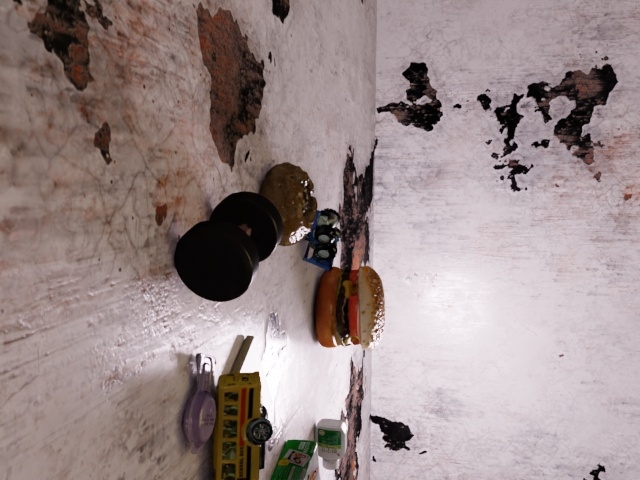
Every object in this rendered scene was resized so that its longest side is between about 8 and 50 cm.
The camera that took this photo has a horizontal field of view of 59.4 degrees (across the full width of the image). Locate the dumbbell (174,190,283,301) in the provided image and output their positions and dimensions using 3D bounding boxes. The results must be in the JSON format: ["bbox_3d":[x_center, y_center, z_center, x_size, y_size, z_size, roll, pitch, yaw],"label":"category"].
[{"bbox_3d":[-0.173,0.005,1.103,0.218,0.152,0.152,-62,150,-62],"label":"dumbbell"}]

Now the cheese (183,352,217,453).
[{"bbox_3d":[-0.235,0.323,1.114,0.105,0.042,0.191,58,35,-68],"label":"cheese"}]

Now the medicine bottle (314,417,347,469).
[{"bbox_3d":[0.039,0.775,2.137,0.069,0.119,0.183,-54,146,-72],"label":"medicine bottle"}]

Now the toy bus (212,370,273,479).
[{"bbox_3d":[-0.170,0.458,1.201,0.121,0.123,0.335,-170,-98,-78],"label":"toy bus"}]

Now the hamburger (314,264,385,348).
[{"bbox_3d":[0.123,0.255,2.142,0.330,0.250,0.330,2,90,-77],"label":"hamburger"}]

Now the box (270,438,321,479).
[{"bbox_3d":[-0.078,0.742,1.688,0.250,0.103,0.180,-61,149,-63],"label":"box"}]

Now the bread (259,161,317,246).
[{"bbox_3d":[-0.083,-0.097,1.530,0.230,0.123,0.230,4,90,-75],"label":"bread"}]

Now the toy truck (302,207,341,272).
[{"bbox_3d":[0.000,0.000,1.873,0.208,0.126,0.113,84,15,-44],"label":"toy truck"}]

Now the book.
[{"bbox_3d":[-0.177,0.397,1.397,0.191,0.025,0.269,-71,158,-50],"label":"book"}]
